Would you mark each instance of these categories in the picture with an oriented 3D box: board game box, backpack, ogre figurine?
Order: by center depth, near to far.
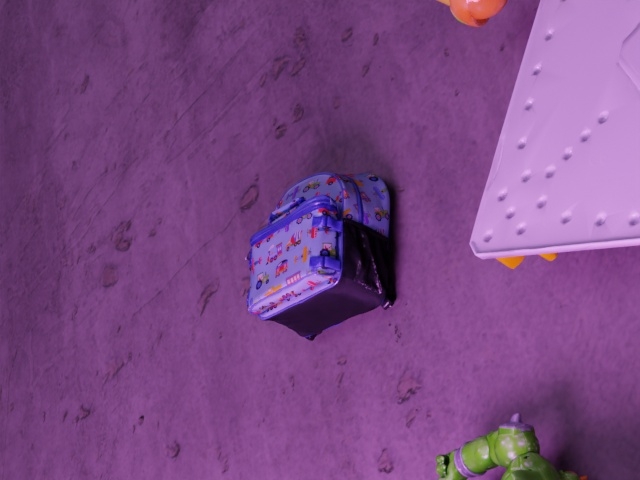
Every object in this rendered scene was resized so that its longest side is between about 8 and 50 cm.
[{"bbox_3d":[0.327,-0.165,1.445,0.390,0.050,0.390,-6,59,51],"label":"board game box"},{"bbox_3d":[0.173,0.242,1.451,0.118,0.097,0.197,-57,24,36],"label":"ogre figurine"},{"bbox_3d":[0.000,0.000,1.784,0.158,0.117,0.173,-25,51,44],"label":"backpack"}]

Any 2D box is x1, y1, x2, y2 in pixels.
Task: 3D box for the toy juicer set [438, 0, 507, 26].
[{"bbox_3d":[0.207,-0.361,1.657,0.329,0.089,0.209,-54,13,17],"label":"toy juicer set"}]
